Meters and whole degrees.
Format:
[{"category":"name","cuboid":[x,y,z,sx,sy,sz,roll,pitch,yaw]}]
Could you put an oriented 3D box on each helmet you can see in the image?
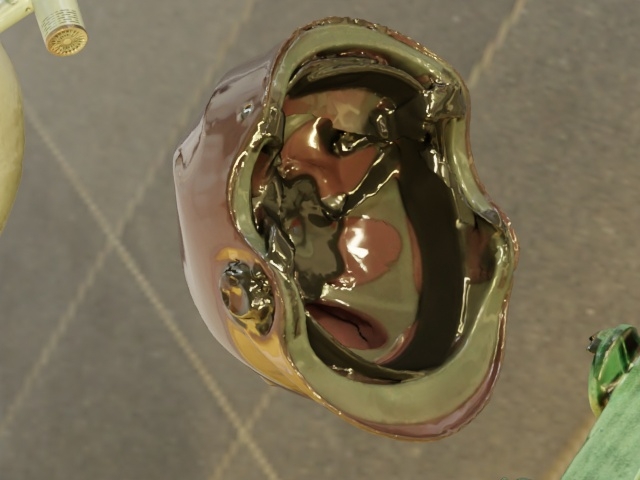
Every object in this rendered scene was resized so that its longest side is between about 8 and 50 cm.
[{"category":"helmet","cuboid":[0.000,0.000,1.572,0.197,0.271,0.338,-13,90,49]}]

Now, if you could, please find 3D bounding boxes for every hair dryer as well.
[{"category":"hair dryer","cuboid":[-0.319,-0.214,1.832,0.183,0.044,0.155,-22,57,4]}]

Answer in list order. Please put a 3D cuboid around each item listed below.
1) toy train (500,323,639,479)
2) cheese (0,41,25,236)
[{"category":"toy train","cuboid":[0.228,0.192,1.353,0.120,0.202,0.301,2,41,39]},{"category":"cheese","cuboid":[-0.221,-0.041,0.936,0.189,0.154,0.198,124,157,-85]}]
